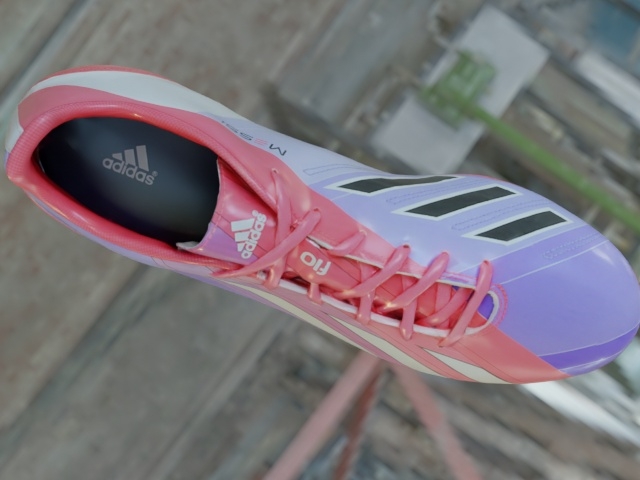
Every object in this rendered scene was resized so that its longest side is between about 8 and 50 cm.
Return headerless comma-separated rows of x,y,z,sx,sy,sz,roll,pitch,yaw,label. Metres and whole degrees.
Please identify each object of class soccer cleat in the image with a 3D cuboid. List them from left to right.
0.000,0.000,0.734,0.095,0.248,0.083,-64,175,-76,soccer cleat
